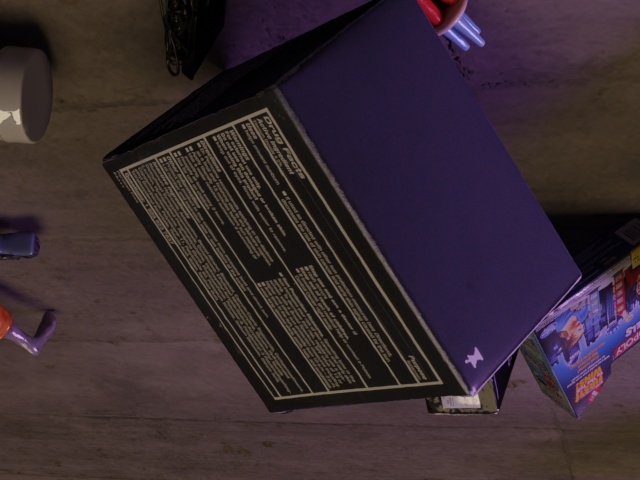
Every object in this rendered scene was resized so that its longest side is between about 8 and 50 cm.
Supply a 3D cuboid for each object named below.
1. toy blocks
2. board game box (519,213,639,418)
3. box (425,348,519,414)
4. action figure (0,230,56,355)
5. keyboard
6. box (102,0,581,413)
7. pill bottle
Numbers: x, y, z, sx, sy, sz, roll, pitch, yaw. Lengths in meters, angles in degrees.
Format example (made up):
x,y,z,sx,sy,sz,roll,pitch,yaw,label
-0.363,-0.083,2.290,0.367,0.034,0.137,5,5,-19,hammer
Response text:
x,y,z,sx,sy,sz,roll,pitch,yaw,label
0.109,-0.216,1.109,0.123,0.054,0.148,-20,138,40,toy blocks
0.283,0.088,1.439,0.060,0.194,0.194,40,155,40,board game box
0.148,0.067,1.408,0.077,0.147,0.180,-4,116,21,box
-0.470,0.088,1.667,0.341,0.178,0.330,-5,155,27,action figure
-0.109,-0.214,1.139,0.038,0.100,0.192,22,148,6,keyboard
0.015,-0.020,1.180,0.294,0.183,0.296,-13,114,55,box
-0.376,-0.147,1.296,0.221,0.124,0.124,4,148,8,pill bottle
